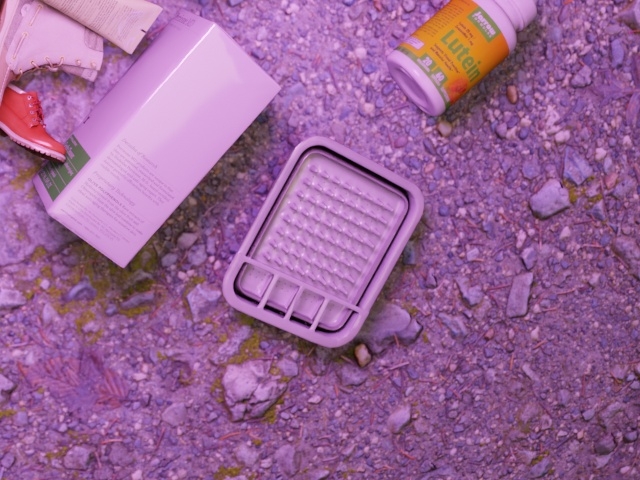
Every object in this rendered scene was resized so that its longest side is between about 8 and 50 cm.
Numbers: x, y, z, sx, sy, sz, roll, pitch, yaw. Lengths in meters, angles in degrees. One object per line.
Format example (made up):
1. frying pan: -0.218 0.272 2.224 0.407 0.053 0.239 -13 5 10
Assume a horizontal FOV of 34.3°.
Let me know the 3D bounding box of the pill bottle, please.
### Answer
1. pill bottle: 0.244 -0.337 1.760 0.246 0.136 0.136 -41 118 -5

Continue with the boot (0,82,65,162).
1. boot: -0.433 -0.178 1.548 0.158 0.059 0.084 33 82 10

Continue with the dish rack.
1. dish rack: 0.000 0.000 1.817 0.286 0.072 0.332 26 97 -27

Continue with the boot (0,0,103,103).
1. boot: -0.409 -0.260 1.526 0.165 0.077 0.213 19 75 -30

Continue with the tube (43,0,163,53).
1. tube: -0.355 -0.356 1.495 0.240 0.070 0.062 25 74 -28

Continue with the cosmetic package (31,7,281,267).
1. cosmetic package: -0.253 -0.162 1.584 0.155 0.197 0.365 40 89 -29
